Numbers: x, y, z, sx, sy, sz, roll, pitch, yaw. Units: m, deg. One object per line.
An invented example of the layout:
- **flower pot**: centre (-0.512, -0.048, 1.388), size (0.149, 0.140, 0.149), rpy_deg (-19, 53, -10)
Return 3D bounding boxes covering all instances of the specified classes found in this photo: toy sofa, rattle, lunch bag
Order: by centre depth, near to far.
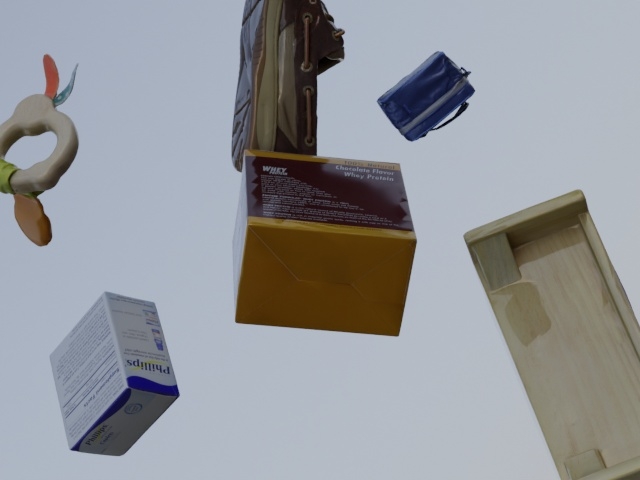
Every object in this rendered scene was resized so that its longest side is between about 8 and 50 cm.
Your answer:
- **lunch bag**: centre (0.115, -0.148, 1.799), size (0.098, 0.065, 0.067), rpy_deg (-38, 7, 3)
- **toy sofa**: centre (0.295, 0.142, 1.939), size (0.150, 0.362, 0.177), rpy_deg (-22, -33, 4)
- **rattle**: centre (-0.341, -0.118, 2.212), size (0.143, 0.130, 0.199), rpy_deg (48, -144, -39)

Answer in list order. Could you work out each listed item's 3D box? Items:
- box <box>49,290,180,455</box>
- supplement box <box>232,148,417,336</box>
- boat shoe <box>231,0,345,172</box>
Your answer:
- **box**: centre (-0.232, 0.151, 1.938), size (0.072, 0.137, 0.126), rpy_deg (15, -48, -37)
- **supplement box**: centre (0.000, 0.000, 2.002), size (0.194, 0.191, 0.129), rpy_deg (-98, 14, -61)
- **boat shoe**: centre (-0.030, -0.242, 2.176), size (0.123, 0.123, 0.342), rpy_deg (147, 130, -68)
